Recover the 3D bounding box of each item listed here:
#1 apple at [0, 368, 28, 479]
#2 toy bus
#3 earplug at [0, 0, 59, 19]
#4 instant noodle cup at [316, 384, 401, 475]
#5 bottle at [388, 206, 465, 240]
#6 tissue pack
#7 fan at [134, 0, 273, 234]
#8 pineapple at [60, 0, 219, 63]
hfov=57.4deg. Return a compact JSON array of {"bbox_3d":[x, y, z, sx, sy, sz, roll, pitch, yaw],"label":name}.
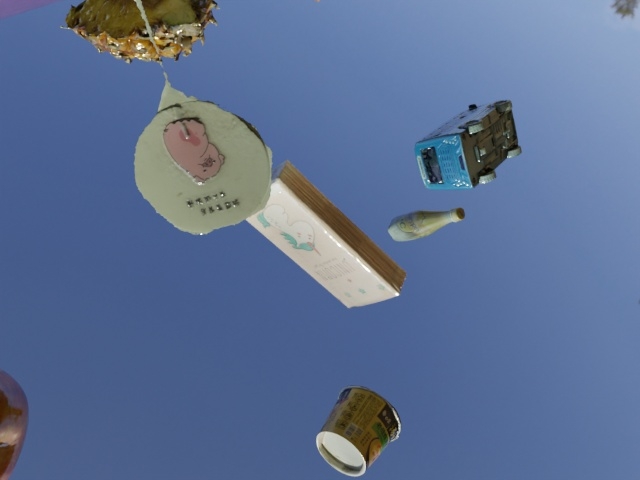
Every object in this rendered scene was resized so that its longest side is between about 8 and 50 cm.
[{"bbox_3d":[-0.563,0.268,0.833,0.241,0.242,0.242,19,-130,12],"label":"apple"},{"bbox_3d":[0.293,-0.189,1.143,0.246,0.134,0.113,-37,-65,-44],"label":"toy bus"},{"bbox_3d":[-0.116,-0.298,0.409,0.457,0.215,0.215,-14,-113,-1],"label":"earplug"},{"bbox_3d":[0.069,0.384,1.172,0.151,0.151,0.122,49,-134,3],"label":"instant noodle cup"},{"bbox_3d":[0.306,-0.054,1.691,0.083,0.270,0.083,8,-105,-33],"label":"bottle"},{"bbox_3d":[0.000,0.000,1.129,0.325,0.170,0.071,42,-126,-16],"label":"tissue pack"},{"bbox_3d":[-0.172,-0.152,0.724,0.010,0.182,0.309,-93,-15,-68],"label":"fan"},{"bbox_3d":[-0.325,-0.453,1.274,0.344,0.209,0.286,-44,-114,-12],"label":"pineapple"}]
